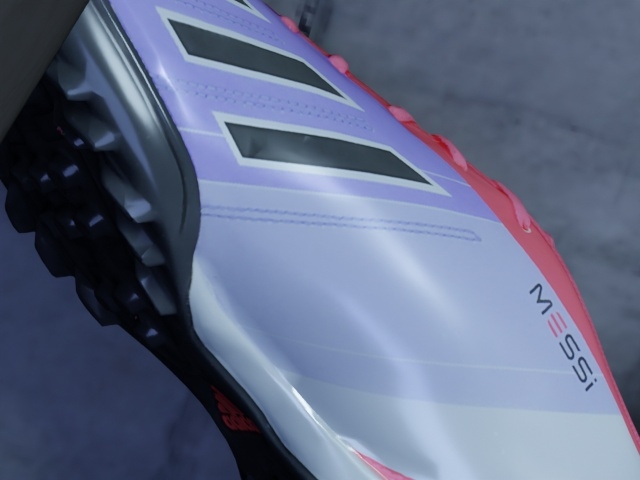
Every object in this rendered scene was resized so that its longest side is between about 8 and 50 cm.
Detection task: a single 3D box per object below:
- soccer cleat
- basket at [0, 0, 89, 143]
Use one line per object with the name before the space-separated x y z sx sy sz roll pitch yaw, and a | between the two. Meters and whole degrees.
soccer cleat | 0.000 0.000 0.532 0.116 0.108 0.318 -41 106 -21
basket | -0.089 -0.128 0.348 0.204 0.154 0.227 41 116 -12
